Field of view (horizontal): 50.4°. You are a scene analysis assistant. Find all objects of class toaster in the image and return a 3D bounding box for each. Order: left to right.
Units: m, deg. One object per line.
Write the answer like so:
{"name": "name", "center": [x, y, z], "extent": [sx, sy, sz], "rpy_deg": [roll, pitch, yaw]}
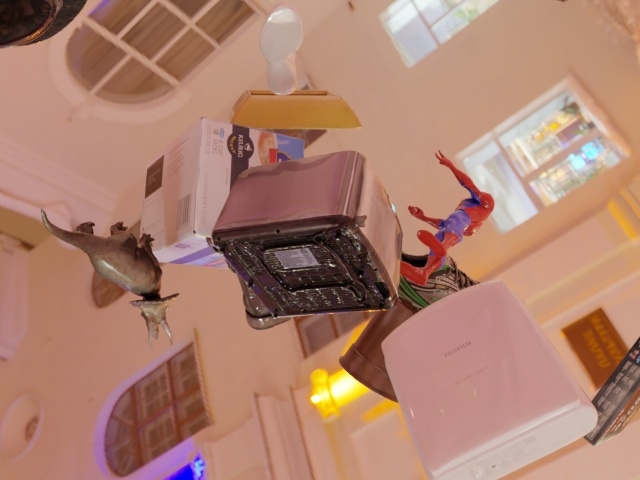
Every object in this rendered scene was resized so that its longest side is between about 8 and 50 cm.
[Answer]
{"name": "toaster", "center": [0.000, 0.000, 0.748], "extent": [0.168, 0.185, 0.110], "rpy_deg": [56, -144, -45]}

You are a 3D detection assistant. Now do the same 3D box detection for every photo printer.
{"name": "photo printer", "center": [0.239, 0.208, 1.062], "extent": [0.107, 0.256, 0.307], "rpy_deg": [54, -169, -37]}

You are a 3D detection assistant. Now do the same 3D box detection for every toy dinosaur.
{"name": "toy dinosaur", "center": [-0.345, 0.036, 1.193], "extent": [0.160, 0.121, 0.313], "rpy_deg": [43, 168, 50]}

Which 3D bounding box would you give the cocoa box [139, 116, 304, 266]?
{"name": "cocoa box", "center": [-0.211, -0.080, 1.415], "extent": [0.228, 0.347, 0.231], "rpy_deg": [9, -104, -30]}

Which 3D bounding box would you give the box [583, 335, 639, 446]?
{"name": "box", "center": [0.569, 0.266, 1.247], "extent": [0.051, 0.220, 0.175], "rpy_deg": [40, -161, 34]}

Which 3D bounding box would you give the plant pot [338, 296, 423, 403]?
{"name": "plant pot", "center": [0.148, 0.205, 1.328], "extent": [0.167, 0.165, 0.167], "rpy_deg": [29, -174, -3]}

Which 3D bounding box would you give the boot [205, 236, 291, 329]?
{"name": "boot", "center": [-0.053, 0.018, 1.171], "extent": [0.091, 0.263, 0.229], "rpy_deg": [34, 146, 44]}

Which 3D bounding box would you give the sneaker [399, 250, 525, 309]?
{"name": "sneaker", "center": [0.274, 0.108, 1.433], "extent": [0.343, 0.146, 0.134], "rpy_deg": [14, -147, -2]}

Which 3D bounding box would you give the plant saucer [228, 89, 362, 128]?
{"name": "plant saucer", "center": [-0.076, -0.351, 1.797], "extent": [0.333, 0.332, 0.081], "rpy_deg": [-116, 26, -72]}

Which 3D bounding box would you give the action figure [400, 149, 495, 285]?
{"name": "action figure", "center": [0.175, -0.044, 1.028], "extent": [0.139, 0.091, 0.280], "rpy_deg": [41, -146, 14]}

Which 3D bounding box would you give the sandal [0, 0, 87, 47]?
{"name": "sandal", "center": [-0.548, -0.369, 1.101], "extent": [0.107, 0.168, 0.445], "rpy_deg": [36, -139, 21]}

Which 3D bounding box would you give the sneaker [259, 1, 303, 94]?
{"name": "sneaker", "center": [-0.077, -0.380, 1.291], "extent": [0.212, 0.080, 0.094], "rpy_deg": [100, 168, -59]}
